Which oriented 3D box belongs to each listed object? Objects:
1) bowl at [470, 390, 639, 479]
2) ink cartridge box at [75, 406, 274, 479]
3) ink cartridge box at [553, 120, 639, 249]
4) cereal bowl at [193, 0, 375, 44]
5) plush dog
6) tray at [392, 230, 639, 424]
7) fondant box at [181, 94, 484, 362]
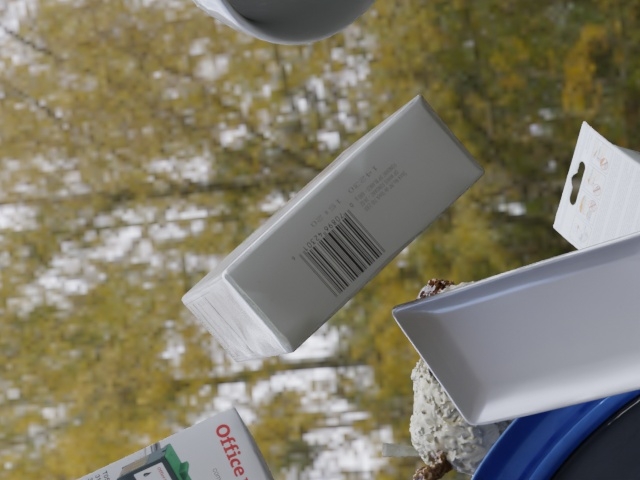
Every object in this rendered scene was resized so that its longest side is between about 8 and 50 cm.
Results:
[{"bbox_3d":[0.297,0.210,1.535,0.077,0.391,0.391,47,-151,-11],"label":"bowl"},{"bbox_3d":[-0.138,0.274,1.438,0.160,0.219,0.093,60,173,38],"label":"ink cartridge box"},{"bbox_3d":[0.341,-0.032,1.746,0.179,0.045,0.145,50,136,49],"label":"ink cartridge box"},{"bbox_3d":[-0.048,-0.363,1.471,0.339,0.141,0.339,-25,-56,-43],"label":"cereal bowl"},{"bbox_3d":[0.177,0.155,1.828,0.210,0.262,0.225,-18,-64,-44],"label":"plush dog"},{"bbox_3d":[0.202,0.074,1.327,0.145,0.270,0.030,54,-139,-20],"label":"tray"},{"bbox_3d":[0.000,0.000,1.483,0.096,0.238,0.330,48,168,-4],"label":"fondant box"}]
